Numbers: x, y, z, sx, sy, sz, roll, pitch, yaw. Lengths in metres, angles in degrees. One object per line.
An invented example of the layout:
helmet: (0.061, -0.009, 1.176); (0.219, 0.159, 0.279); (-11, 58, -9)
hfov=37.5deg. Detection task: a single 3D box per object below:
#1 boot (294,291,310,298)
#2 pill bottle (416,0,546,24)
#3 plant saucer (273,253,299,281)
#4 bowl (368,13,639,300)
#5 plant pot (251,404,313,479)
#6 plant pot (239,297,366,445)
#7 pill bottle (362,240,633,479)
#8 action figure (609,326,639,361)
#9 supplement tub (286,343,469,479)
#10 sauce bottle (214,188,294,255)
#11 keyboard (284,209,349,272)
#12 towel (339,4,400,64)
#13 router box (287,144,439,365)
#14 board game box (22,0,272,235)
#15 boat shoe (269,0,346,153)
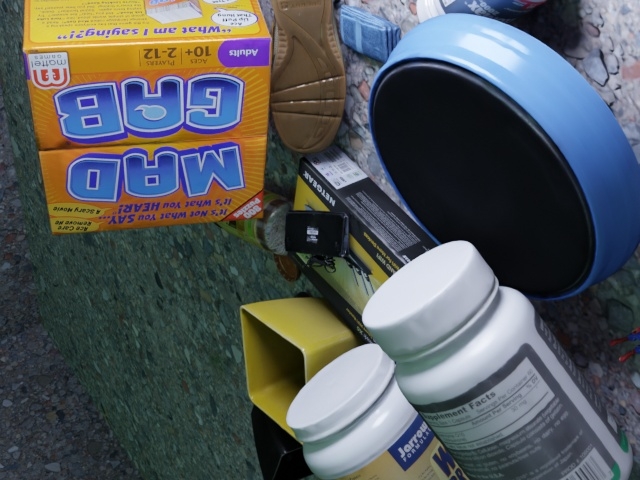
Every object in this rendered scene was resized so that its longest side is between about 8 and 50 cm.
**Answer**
boot: (-0.034, 0.167, 1.905); (0.121, 0.045, 0.099); (63, 152, 14)
pill bottle: (0.195, -0.301, 1.111); (0.180, 0.108, 0.108); (-21, 92, 62)
plant saucer: (-0.067, 0.044, 1.902); (0.083, 0.013, 0.083); (40, 142, 41)
bowl: (0.211, -0.089, 1.165); (0.391, 0.077, 0.391); (40, 155, 23)
plant pot: (-0.048, 0.382, 1.956); (0.167, 0.188, 0.187); (58, 151, 28)
plant pot: (-0.008, 0.218, 1.743); (0.212, 0.187, 0.212); (29, 131, 48)
pill bottle: (0.227, 0.190, 1.223); (0.361, 0.204, 0.204); (53, 154, -13)
action figure: (0.402, 0.121, 1.157); (0.038, 0.030, 0.115); (65, 150, 13)
supplement tub: (0.115, 0.346, 1.516); (0.316, 0.228, 0.228); (51, 154, -13)
sauce bottle: (-0.155, -0.059, 1.872); (0.344, 0.111, 0.111); (21, 128, 51)
keyboard: (0.000, 0.000, 1.581); (0.192, 0.038, 0.100); (7, 93, 59)
towel: (0.070, -0.304, 1.400); (0.119, 0.029, 0.067); (36, 140, 43)
router box: (0.069, 0.026, 1.589); (0.309, 0.081, 0.243); (47, 146, 32)
board game box: (-0.292, -0.268, 1.580); (0.356, 0.356, 0.356); (-107, 17, -46)
boat shoe: (-0.023, -0.309, 1.486); (0.123, 0.123, 0.342); (-83, -12, -61)
